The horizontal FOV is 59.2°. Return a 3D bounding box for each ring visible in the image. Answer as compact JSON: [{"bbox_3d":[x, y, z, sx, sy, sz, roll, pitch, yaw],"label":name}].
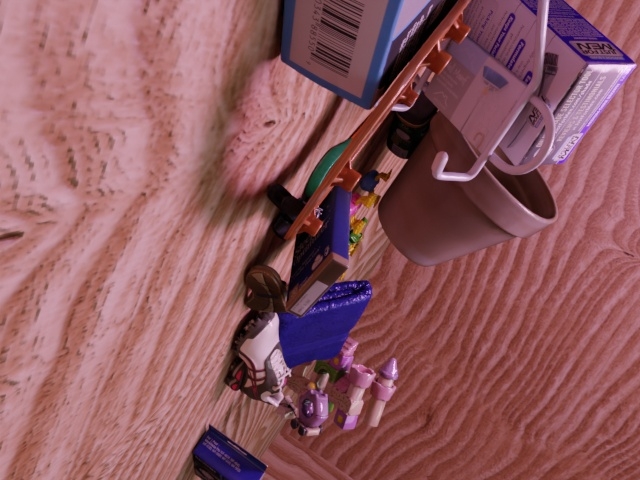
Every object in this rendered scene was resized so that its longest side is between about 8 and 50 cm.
[{"bbox_3d":[0.069,-0.129,0.654,0.336,0.032,0.336,-54,-179,2],"label":"ring"}]

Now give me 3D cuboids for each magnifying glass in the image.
[{"bbox_3d":[0.043,-0.150,0.960,0.231,0.026,0.092,-49,167,-35],"label":"magnifying glass"}]

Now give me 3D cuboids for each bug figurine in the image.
[{"bbox_3d":[0.062,-0.036,1.234,0.279,0.072,0.216,-66,173,20],"label":"bug figurine"}]

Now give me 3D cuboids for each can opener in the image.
[{"bbox_3d":[-0.035,-0.038,0.804,0.073,0.059,0.186,-57,170,-7],"label":"can opener"}]

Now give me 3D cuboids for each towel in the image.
[{"bbox_3d":[-0.028,0.192,1.252,0.228,0.076,0.308,-12,149,-25],"label":"towel"}]

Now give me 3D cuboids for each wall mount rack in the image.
[{"bbox_3d":[0.211,-0.267,0.815,0.130,0.350,0.304,0,133,-33],"label":"wall mount rack"}]

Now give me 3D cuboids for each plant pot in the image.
[{"bbox_3d":[0.286,-0.094,1.201,0.280,0.323,0.323,-41,-178,35],"label":"plant pot"}]

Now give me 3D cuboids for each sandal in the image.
[{"bbox_3d":[-0.085,0.076,0.920,0.180,0.072,0.049,93,8,-61],"label":"sandal"}]

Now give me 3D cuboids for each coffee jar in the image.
[{"bbox_3d":[0.200,-0.260,1.219,0.096,0.079,0.184,-48,167,-17],"label":"coffee jar"}]

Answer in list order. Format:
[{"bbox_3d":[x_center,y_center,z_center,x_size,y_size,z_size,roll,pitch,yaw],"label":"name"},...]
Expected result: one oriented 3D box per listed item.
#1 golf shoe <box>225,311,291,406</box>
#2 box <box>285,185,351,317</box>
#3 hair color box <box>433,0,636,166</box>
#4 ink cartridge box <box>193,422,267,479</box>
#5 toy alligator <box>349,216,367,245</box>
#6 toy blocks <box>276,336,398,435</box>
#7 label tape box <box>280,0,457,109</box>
[{"bbox_3d":[-0.103,0.225,1.095,0.105,0.120,0.273,-48,164,-38],"label":"golf shoe"},{"bbox_3d":[0.000,0.000,0.915,0.136,0.036,0.225,-50,-159,35],"label":"box"},{"bbox_3d":[0.300,-0.297,0.891,0.110,0.338,0.185,-7,143,-23],"label":"hair color box"},{"bbox_3d":[-0.220,0.547,1.339,0.065,0.165,0.332,-50,166,-33],"label":"ink cartridge box"},{"bbox_3d":[0.054,0.013,1.418,0.051,0.056,0.189,2,-130,54],"label":"toy alligator"},{"bbox_3d":[0.023,0.318,1.482,0.309,0.289,0.260,12,100,-45],"label":"toy blocks"},{"bbox_3d":[0.108,-0.323,0.500,0.347,0.115,0.249,-52,169,-26],"label":"label tape box"}]
